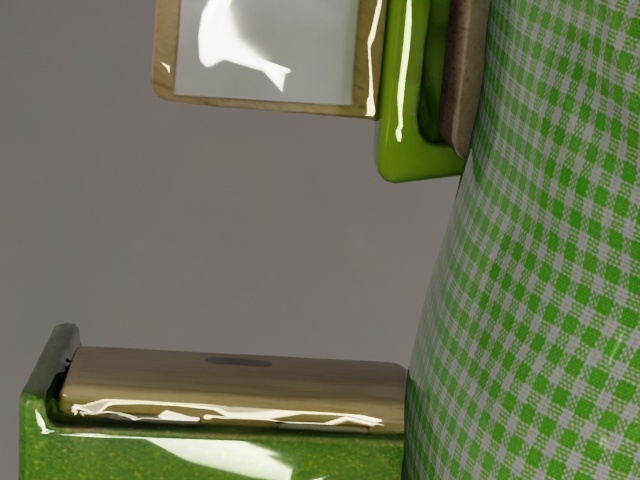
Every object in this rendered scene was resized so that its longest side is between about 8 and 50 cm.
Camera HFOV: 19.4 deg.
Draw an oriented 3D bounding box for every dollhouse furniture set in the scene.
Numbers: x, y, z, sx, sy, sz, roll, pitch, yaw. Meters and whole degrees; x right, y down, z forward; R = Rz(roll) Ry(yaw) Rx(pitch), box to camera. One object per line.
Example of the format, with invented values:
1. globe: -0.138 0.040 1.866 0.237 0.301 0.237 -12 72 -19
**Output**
1. dollhouse furniture set: 0.000 0.000 0.448 0.301 0.151 0.197 -102 -163 -80
